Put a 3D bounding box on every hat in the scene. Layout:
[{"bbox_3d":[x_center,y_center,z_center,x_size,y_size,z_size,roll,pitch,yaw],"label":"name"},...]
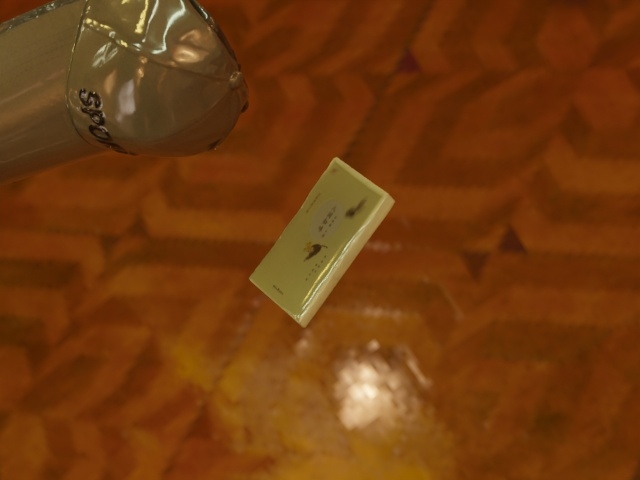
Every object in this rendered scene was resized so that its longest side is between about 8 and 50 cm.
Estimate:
[{"bbox_3d":[-0.127,-0.069,1.137,0.175,0.147,0.085,-26,41,1],"label":"hat"}]

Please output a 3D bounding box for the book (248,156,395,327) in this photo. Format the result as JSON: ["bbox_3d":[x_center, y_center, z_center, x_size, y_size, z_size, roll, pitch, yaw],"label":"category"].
[{"bbox_3d":[0.000,0.000,1.412,0.111,0.014,0.077,-55,38,3],"label":"book"}]
